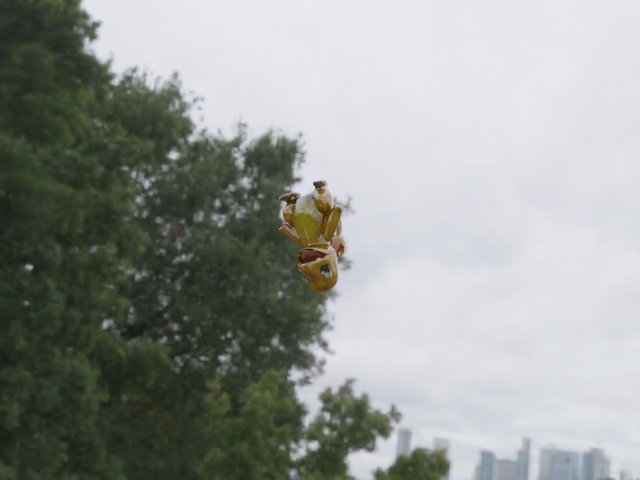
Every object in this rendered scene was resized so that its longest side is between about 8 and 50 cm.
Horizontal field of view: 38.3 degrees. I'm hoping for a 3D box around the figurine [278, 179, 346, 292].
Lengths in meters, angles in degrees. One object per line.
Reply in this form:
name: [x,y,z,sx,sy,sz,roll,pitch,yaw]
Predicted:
figurine: [0.002,0.003,1.467,0.121,0.176,0.122,-18,-29,29]
